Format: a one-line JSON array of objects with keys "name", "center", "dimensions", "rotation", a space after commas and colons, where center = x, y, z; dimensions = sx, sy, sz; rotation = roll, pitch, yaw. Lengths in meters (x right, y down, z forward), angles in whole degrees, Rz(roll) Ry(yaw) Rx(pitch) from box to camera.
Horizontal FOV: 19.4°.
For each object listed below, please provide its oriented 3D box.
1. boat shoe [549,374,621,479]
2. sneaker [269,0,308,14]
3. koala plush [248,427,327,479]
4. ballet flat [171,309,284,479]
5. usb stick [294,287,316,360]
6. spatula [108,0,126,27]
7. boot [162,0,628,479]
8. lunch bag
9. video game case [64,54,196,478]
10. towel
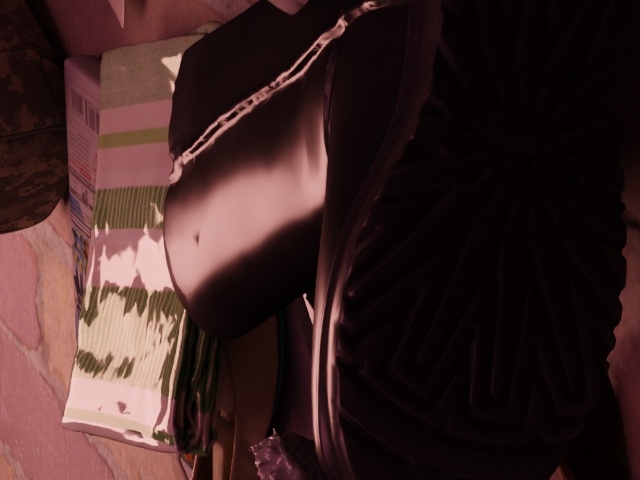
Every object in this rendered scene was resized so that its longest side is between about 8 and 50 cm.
[{"name": "boat shoe", "center": [0.137, 0.118, 1.035], "dimensions": [0.045, 0.050, 0.135], "rotation": [-6, 93, 60]}, {"name": "sneaker", "center": [-0.072, -0.247, 1.123], "dimensions": [0.108, 0.169, 0.292], "rotation": [-58, 16, 19]}, {"name": "koala plush", "center": [0.061, 0.200, 1.086], "dimensions": [0.203, 0.196, 0.221], "rotation": [-50, 51, 50]}, {"name": "ballet flat", "center": [-0.077, 0.140, 1.477], "dimensions": [0.086, 0.086, 0.248], "rotation": [44, 137, 53]}, {"name": "usb stick", "center": [0.041, 0.151, 1.263], "dimensions": [0.077, 0.045, 0.278], "rotation": [-47, 57, 60]}, {"name": "spatula", "center": [-0.194, -0.323, 1.640], "dimensions": [0.168, 0.019, 0.242], "rotation": [102, 152, -41]}, {"name": "boot", "center": [0.001, -0.002, 1.087], "dimensions": [0.445, 0.146, 0.367], "rotation": [-20, 52, 62]}, {"name": "lunch bag", "center": [-0.407, -0.140, 1.839], "dimensions": [0.256, 0.305, 0.212], "rotation": [67, 150, 20]}, {"name": "video game case", "center": [-0.152, 0.021, 1.653], "dimensions": [0.329, 0.036, 0.299], "rotation": [36, 131, 56]}, {"name": "towel", "center": [-0.137, -0.001, 1.483], "dimensions": [0.248, 0.038, 0.324], "rotation": [-1, 83, 60]}]
